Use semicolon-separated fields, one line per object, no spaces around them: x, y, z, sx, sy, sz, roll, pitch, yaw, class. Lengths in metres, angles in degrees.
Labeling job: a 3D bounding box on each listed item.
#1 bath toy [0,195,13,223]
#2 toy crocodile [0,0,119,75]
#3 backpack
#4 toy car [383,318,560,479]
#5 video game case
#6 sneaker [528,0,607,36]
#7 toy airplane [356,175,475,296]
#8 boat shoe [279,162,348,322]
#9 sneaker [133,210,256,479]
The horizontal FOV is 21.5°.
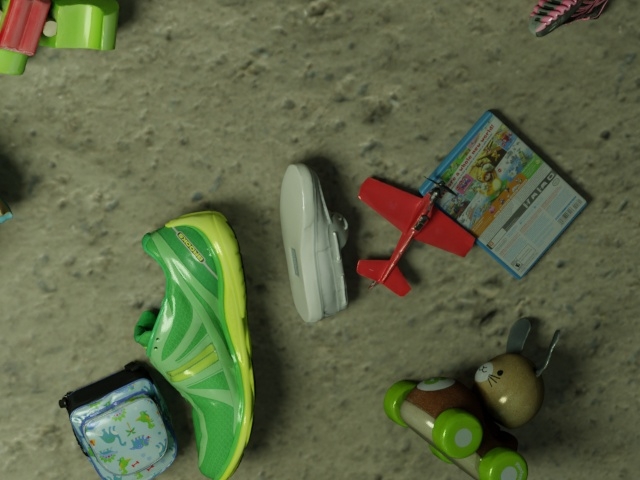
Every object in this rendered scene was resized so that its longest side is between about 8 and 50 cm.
-0.473;0.042;1.659;0.348;0.129;0.151;-38;69;-4;bath toy
-0.354;-0.231;1.594;0.340;0.105;0.115;12;103;-34;toy crocodile
-0.208;0.207;1.804;0.105;0.084;0.114;-25;115;-5;backpack
0.191;0.165;1.880;0.149;0.155;0.188;41;83;-23;toy car
0.205;-0.049;1.884;0.166;0.015;0.119;40;93;-23;video game case
0.281;-0.254;1.830;0.119;0.047;0.057;-39;125;-1;sneaker
0.093;-0.003;1.849;0.151;0.028;0.151;-3;110;-8;toy airplane
0.000;0.000;1.813;0.063;0.066;0.184;-16;110;-21;boat shoe
-0.135;0.114;1.796;0.123;0.109;0.296;-6;103;-4;sneaker
